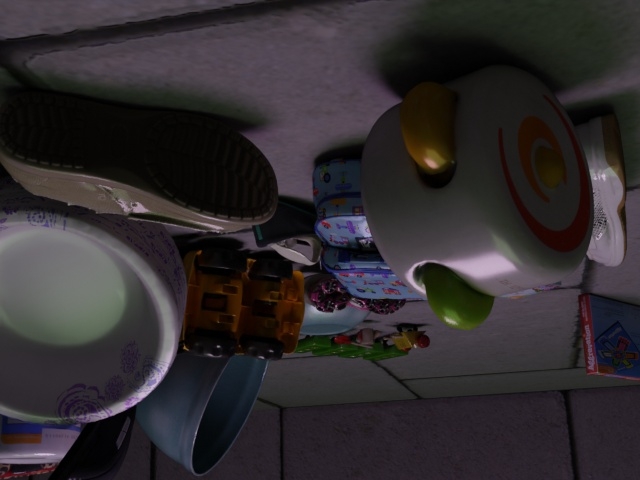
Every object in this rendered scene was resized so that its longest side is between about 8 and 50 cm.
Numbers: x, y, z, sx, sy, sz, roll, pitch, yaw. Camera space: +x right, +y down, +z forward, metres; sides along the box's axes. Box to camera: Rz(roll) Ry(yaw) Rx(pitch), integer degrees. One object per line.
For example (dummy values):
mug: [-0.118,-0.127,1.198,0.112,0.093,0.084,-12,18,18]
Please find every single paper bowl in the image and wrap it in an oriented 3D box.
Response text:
paper bowl: [-0.292,0.055,0.980,0.284,0.148,0.284,-1,119,-1]

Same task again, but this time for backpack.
backpack: [0.065,-0.017,0.955,0.158,0.117,0.173,3,157,20]

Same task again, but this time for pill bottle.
pill bottle: [-0.443,0.201,1.352,0.152,0.272,0.152,-1,162,0]

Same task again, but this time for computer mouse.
computer mouse: [-0.235,0.216,1.067,0.060,0.262,0.184,41,112,-9]

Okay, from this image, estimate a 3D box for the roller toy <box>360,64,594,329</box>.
roller toy: [0.142,-0.049,0.759,0.146,0.209,0.191,-18,-168,41]

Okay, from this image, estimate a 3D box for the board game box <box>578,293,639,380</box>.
board game box: [0.581,0.191,1.658,0.281,0.145,0.027,14,156,-41]

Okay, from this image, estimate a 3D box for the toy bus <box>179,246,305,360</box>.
toy bus: [-0.162,0.093,1.287,0.211,0.150,0.220,-1,171,45]

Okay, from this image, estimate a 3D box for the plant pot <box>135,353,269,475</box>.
plant pot: [-0.241,0.251,1.598,0.196,0.293,0.293,22,168,14]

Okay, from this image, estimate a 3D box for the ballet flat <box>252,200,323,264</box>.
ballet flat: [0.000,0.000,1.100,0.203,0.074,0.074,11,159,-37]

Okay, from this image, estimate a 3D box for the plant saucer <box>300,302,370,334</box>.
plant saucer: [0.002,0.149,1.637,0.194,0.038,0.195,-2,163,-1]

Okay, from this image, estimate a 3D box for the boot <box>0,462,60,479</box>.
boot: [-0.554,0.250,1.440,0.138,0.284,0.377,-14,165,10]

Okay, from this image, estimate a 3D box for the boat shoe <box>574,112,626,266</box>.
boat shoe: [0.279,-0.047,0.950,0.096,0.098,0.277,-7,153,17]

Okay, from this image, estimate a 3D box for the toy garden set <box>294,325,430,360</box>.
toy garden set: [0.084,0.203,1.810,0.244,0.049,0.203,11,161,-33]

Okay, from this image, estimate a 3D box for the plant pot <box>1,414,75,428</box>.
plant pot: [-0.407,0.117,1.171,0.212,0.236,0.236,12,159,-23]

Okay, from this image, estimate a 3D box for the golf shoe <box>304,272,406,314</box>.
golf shoe: [0.051,0.074,1.379,0.186,0.068,0.086,5,-170,-29]

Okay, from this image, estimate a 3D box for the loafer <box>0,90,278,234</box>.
loafer: [-0.170,-0.069,0.824,0.268,0.102,0.092,15,159,-21]

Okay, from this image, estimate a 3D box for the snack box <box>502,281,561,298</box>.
snack box: [0.294,0.060,1.380,0.141,0.037,0.100,10,160,-34]
